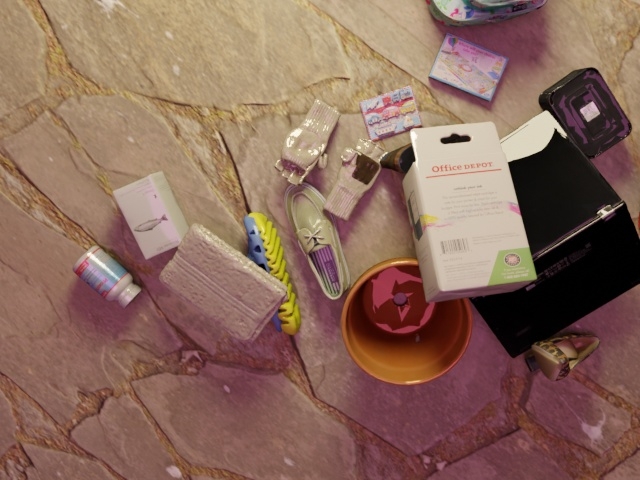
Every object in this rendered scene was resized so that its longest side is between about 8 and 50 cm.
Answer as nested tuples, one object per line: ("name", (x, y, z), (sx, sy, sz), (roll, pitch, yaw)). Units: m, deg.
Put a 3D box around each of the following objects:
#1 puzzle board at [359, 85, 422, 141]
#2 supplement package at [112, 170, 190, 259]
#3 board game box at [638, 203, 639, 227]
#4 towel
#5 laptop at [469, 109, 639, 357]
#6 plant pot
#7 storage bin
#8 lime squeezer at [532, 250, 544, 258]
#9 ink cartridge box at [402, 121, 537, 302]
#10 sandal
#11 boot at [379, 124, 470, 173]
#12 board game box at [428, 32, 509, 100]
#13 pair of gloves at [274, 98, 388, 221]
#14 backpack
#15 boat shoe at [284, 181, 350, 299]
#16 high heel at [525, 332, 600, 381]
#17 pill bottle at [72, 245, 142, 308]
("puzzle board", (0.166, -0.299, 1.427), (0.128, 0.011, 0.097), (-17, 101, 7))
("supplement package", (-0.401, -0.062, 1.458), (0.105, 0.105, 0.180), (-23, 100, 5))
("board game box", (0.790, -0.147, 1.277), (0.086, 0.308, 0.302), (-1, 101, 5))
("towel", (-0.226, 0.103, 1.418), (0.282, 0.049, 0.187), (37, 114, -1))
("laptop", (0.491, -0.003, 1.414), (0.381, 0.236, 0.408), (-34, 125, 11))
("plant pot", (0.194, 0.167, 1.427), (0.290, 0.203, 0.291), (0, 102, 2))
("storage bin", (0.598, -0.288, 1.370), (0.122, 0.084, 0.180), (-35, 99, 10))
("lime squeezer", (0.538, 0.066, 1.463), (0.109, 0.059, 0.311), (4, 101, 2))
("ink cartridge box", (0.299, -0.062, 1.280), (0.206, 0.119, 0.354), (-6, 74, -7))
("sandal", (-0.147, 0.090, 1.474), (0.138, 0.126, 0.318), (-11, 100, 9))
("boot", (0.241, -0.217, 1.413), (0.219, 0.106, 0.082), (-24, 106, -23))
("board game box", (0.339, -0.397, 1.389), (0.154, 0.026, 0.104), (22, 102, -2))
("pair of gloves", (0.027, -0.187, 1.413), (0.240, 0.042, 0.204), (37, 85, -14))
("backpack", (0.344, -0.572, 1.278), (0.253, 0.191, 0.225), (-8, 102, 10))
("boat shoe", (0.000, 0.000, 1.456), (0.109, 0.094, 0.303), (-24, 100, 8))
("high heel", (0.590, 0.252, 1.403), (0.186, 0.261, 0.093), (-22, 77, 2))
("pill bottle", (-0.528, 0.094, 1.508), (0.160, 0.087, 0.087), (42, 101, -6))
